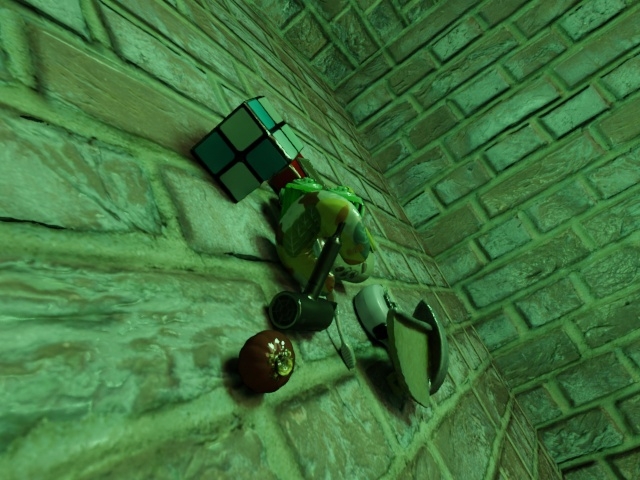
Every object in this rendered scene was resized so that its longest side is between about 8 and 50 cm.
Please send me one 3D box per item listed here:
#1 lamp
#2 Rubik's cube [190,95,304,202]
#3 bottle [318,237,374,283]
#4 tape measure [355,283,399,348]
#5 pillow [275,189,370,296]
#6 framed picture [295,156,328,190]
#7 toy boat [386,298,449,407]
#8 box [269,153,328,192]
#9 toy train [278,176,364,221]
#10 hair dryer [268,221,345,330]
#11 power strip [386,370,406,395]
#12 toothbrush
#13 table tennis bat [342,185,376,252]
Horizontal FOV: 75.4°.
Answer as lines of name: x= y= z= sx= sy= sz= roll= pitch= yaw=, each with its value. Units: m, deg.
lamp: x=-0.087 y=0.195 z=0.670 sx=0.101 sy=0.090 sz=0.101 roll=5 pitch=83 yaw=-48
Rubik's cube: x=-0.168 y=-0.222 z=0.998 sx=0.167 sy=0.183 sz=0.180 roll=50 pitch=23 yaw=-13
bottle: x=0.039 y=0.046 z=1.148 sx=0.253 sy=0.120 sz=0.120 roll=19 pitch=41 yaw=-50
tape measure: x=0.189 y=0.219 z=1.247 sx=0.178 sy=0.105 sz=0.196 roll=29 pitch=34 yaw=-51
pillow: x=0.000 y=0.000 z=0.960 sx=0.214 sy=0.233 sz=0.086 roll=49 pitch=22 yaw=6
framed picture: x=-0.017 y=-0.194 z=1.293 sx=0.149 sy=0.011 sz=0.109 roll=57 pitch=17 yaw=4
toy boat: x=0.253 y=0.304 z=1.112 sx=0.294 sy=0.111 sz=0.275 roll=1 pitch=80 yaw=-53
box: x=-0.016 y=-0.117 z=1.319 sx=0.313 sy=0.089 sz=0.197 roll=50 pitch=17 yaw=-14
toy train: x=0.002 y=-0.087 z=1.121 sx=0.243 sy=0.132 sz=0.188 roll=12 pitch=15 yaw=-1
hair dryer: x=0.012 y=0.079 z=0.890 sx=0.078 sy=0.248 sz=0.196 roll=27 pitch=3 yaw=32
power strip: x=0.257 y=0.399 z=1.220 sx=0.305 sy=0.044 sz=0.064 roll=15 pitch=45 yaw=-63
toothbrush: x=0.022 y=0.126 z=1.009 sx=0.037 sy=0.028 sz=0.375 roll=0 pitch=72 yaw=-72
table tennis bat: x=0.126 y=-0.084 z=1.513 sx=0.224 sy=0.054 sz=0.368 roll=57 pitch=-2 yaw=32
